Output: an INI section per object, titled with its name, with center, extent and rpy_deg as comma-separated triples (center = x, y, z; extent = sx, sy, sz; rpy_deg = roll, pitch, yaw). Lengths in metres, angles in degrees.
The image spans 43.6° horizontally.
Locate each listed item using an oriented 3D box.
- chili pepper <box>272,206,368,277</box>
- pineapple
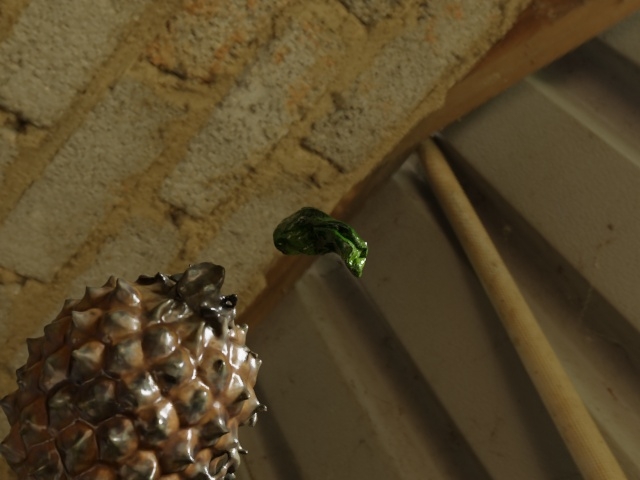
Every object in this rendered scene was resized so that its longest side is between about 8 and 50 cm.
[chili pepper]
center = 0.001, -0.001, 0.513
extent = 0.091, 0.030, 0.034
rpy_deg = 14, -100, 52
[pineapple]
center = -0.116, 0.097, 0.537
extent = 0.193, 0.166, 0.166
rpy_deg = -59, -143, 10
